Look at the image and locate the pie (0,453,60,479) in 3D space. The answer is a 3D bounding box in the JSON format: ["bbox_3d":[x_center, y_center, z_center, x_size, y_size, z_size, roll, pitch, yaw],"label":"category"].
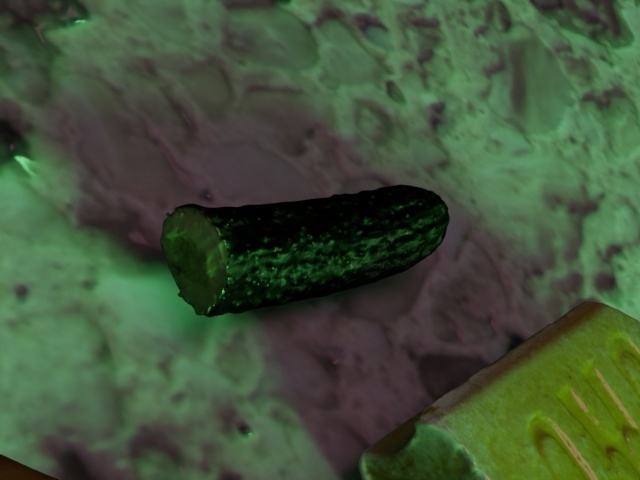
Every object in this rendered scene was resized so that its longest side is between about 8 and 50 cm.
[{"bbox_3d":[-0.144,0.189,0.588,0.273,0.069,0.273,2,84,-22],"label":"pie"}]

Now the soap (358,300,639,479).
[{"bbox_3d":[0.134,0.121,0.992,0.140,0.073,0.232,56,37,6],"label":"soap"}]

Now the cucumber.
[{"bbox_3d":[0.000,0.000,0.990,0.052,0.058,0.214,26,22,33],"label":"cucumber"}]
